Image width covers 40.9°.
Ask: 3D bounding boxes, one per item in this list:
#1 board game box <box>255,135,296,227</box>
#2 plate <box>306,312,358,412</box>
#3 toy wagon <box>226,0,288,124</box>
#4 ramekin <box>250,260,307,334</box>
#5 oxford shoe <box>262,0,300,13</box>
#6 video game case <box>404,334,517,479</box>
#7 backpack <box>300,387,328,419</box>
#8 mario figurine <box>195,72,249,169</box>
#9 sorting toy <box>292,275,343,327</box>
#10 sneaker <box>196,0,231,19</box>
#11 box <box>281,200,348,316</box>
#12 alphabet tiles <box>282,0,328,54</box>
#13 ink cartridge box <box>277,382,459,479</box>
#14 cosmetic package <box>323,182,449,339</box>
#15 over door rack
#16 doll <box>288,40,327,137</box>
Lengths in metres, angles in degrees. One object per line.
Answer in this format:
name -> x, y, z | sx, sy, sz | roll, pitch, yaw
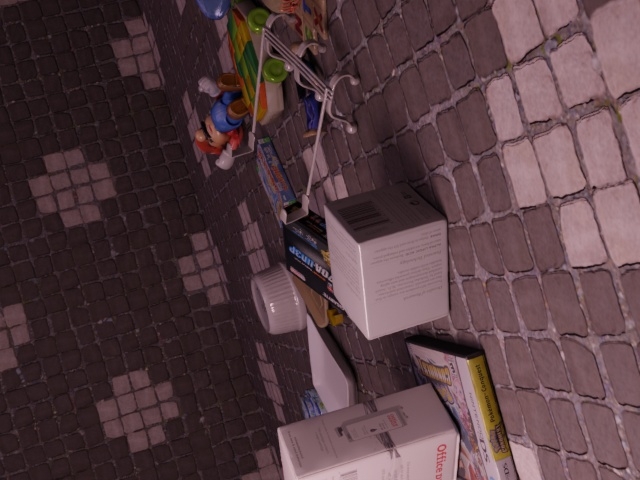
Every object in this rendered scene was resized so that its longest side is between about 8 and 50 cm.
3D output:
board game box -> -0.118, -0.151, 2.235 | 0.136, 0.035, 0.201 | 101, 149, -60
plate -> 0.038, 0.360, 2.203 | 0.277, 0.045, 0.278 | -123, 22, -49
toy wagon -> -0.161, -0.449, 2.007 | 0.267, 0.068, 0.344 | 148, 105, -74
ramekin -> -0.123, 0.171, 2.457 | 0.207, 0.109, 0.207 | 163, 90, -76
oxford shoe -> -0.052, -0.462, 1.502 | 0.348, 0.123, 0.130 | -119, 8, -62
video game case -> 0.232, 0.292, 1.446 | 0.275, 0.035, 0.248 | 177, 77, -75
backpack -> -0.005, 0.480, 2.413 | 0.114, 0.084, 0.105 | -133, 28, -54
mario figurine -> -0.287, -0.326, 2.383 | 0.320, 0.170, 0.198 | 129, 158, -63
sorting toy -> 0.000, 0.096, 2.083 | 0.307, 0.041, 0.229 | -122, 26, -45
sneaker -> -0.267, -0.654, 1.971 | 0.147, 0.129, 0.330 | -81, -9, -47
box -> 0.006, 0.039, 1.843 | 0.220, 0.051, 0.175 | 36, 143, 38
alphabet tiles -> -0.058, -0.534, 1.652 | 0.342, 0.011, 0.285 | -122, 21, -46
ink cartridge box -> 0.083, 0.385, 1.477 | 0.117, 0.283, 0.207 | -117, 17, -47
cosmetic package -> 0.107, 0.031, 1.389 | 0.151, 0.151, 0.184 | -128, 26, -55
over door rack -> -0.048, -0.235, 1.628 | 0.239, 0.108, 0.324 | 50, 133, 34
doll -> -0.026, -0.304, 1.716 | 0.129, 0.046, 0.189 | -175, 72, -74
